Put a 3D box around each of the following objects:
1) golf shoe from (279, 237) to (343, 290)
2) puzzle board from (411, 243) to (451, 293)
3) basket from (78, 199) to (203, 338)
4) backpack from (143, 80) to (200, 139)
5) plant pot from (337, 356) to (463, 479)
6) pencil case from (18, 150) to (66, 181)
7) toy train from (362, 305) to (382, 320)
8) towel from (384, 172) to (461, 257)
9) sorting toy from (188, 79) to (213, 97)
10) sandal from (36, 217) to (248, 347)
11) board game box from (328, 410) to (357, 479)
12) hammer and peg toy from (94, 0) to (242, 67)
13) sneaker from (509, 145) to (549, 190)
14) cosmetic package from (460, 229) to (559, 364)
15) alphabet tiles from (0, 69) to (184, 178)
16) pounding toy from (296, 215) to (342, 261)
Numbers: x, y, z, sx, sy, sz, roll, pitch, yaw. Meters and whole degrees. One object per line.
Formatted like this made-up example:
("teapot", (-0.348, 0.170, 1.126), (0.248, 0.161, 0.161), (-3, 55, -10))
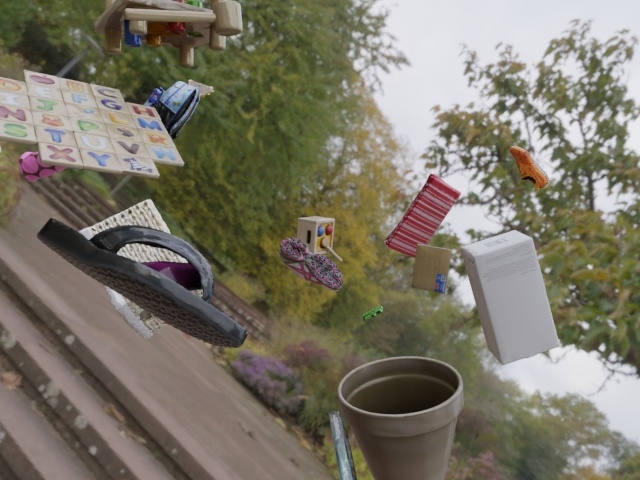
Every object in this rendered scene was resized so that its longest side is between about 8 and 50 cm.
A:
("golf shoe", (-0.022, 0.068, 1.546), (0.186, 0.067, 0.086), (36, -33, 16))
("puzzle board", (0.308, 0.079, 1.731), (0.096, 0.128, 0.011), (10, 15, 19))
("basket", (-0.589, 0.096, 2.089), (0.331, 0.266, 0.328), (54, -14, 23))
("backpack", (-0.434, -0.395, 1.820), (0.117, 0.173, 0.158), (37, 5, -6))
("plant pot", (0.219, 0.501, 1.639), (0.323, 0.323, 0.280), (18, -61, 60))
("pencil case", (-0.741, -0.240, 1.756), (0.095, 0.209, 0.098), (61, 14, -51))
("toy train", (0.159, 0.225, 1.910), (0.017, 0.023, 0.083), (36, -49, -23))
("towel", (0.337, -0.076, 2.032), (0.199, 0.275, 0.031), (20, 18, -48))
("sorting toy", (-0.403, -0.517, 2.134), (0.083, 0.044, 0.075), (20, 17, 10))
("sandal", (-0.270, 0.031, 0.931), (0.446, 0.107, 0.167), (21, -22, 35))
("board game box", (0.054, 0.476, 1.323), (0.186, 0.026, 0.126), (-102, 176, -47))
("hammer and peg toy", (-0.331, -0.494, 1.370), (0.266, 0.127, 0.361), (1, 1, -34))
("sneaker", (0.662, -0.237, 2.011), (0.175, 0.067, 0.064), (58, 4, 28))
("cosmetic package", (0.590, 0.176, 1.946), (0.155, 0.197, 0.365), (-108, -179, -79))
("alphabet tiles", (-0.391, -0.200, 1.039), (0.285, 0.011, 0.342), (5, 32, -33))
("pounding toy", (0.000, 0.000, 1.981), (0.100, 0.141, 0.130), (10, 10, 31))
